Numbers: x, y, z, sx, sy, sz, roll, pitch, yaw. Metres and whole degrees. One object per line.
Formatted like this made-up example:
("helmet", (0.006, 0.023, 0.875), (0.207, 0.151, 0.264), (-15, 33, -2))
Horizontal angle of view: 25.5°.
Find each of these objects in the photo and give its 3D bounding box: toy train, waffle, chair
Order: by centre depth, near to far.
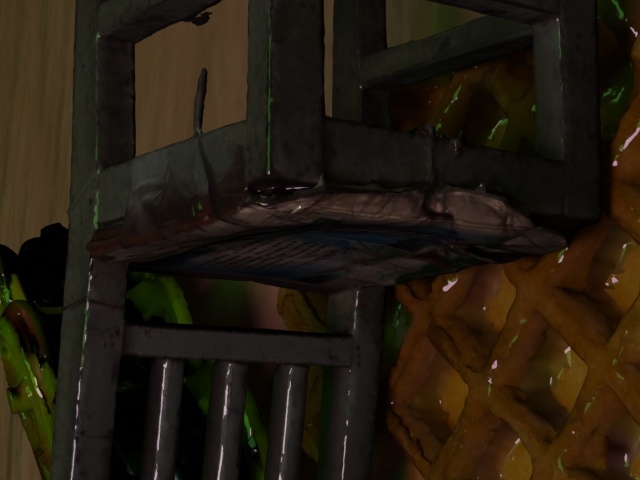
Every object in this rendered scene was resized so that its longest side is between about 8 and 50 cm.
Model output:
("chair", (0.000, 0.000, 0.476), (0.147, 0.136, 0.270), (-10, 75, 54))
("waffle", (0.070, 0.053, 0.537), (0.281, 0.058, 0.301), (-46, 49, 42))
("toy train", (-0.098, 0.095, 0.704), (0.296, 0.100, 0.160), (-133, 32, -58))
